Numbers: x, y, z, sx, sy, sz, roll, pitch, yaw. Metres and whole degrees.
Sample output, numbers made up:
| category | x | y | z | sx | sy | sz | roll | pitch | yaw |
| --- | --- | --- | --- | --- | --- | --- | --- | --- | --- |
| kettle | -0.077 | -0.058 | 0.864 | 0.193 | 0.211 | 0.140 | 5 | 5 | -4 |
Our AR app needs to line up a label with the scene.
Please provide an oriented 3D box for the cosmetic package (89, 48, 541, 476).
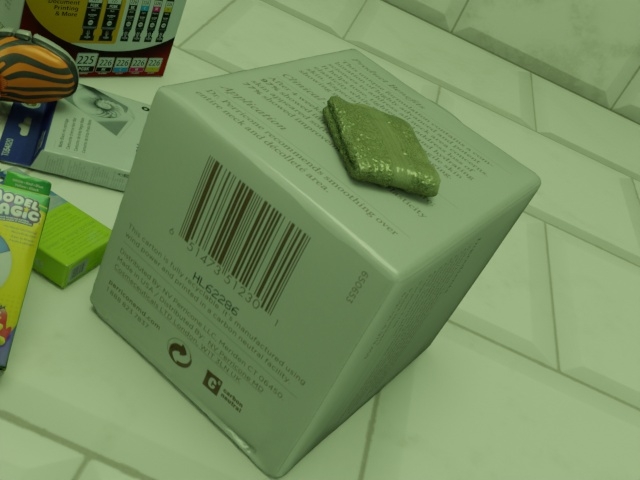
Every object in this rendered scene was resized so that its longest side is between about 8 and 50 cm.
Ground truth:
| category | x | y | z | sx | sy | sz | roll | pitch | yaw |
| --- | --- | --- | --- | --- | --- | --- | --- | --- | --- |
| cosmetic package | 0.000 | 0.000 | 0.971 | 0.329 | 0.327 | 0.394 | 39 | 35 | 18 |

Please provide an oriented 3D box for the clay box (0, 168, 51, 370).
| category | x | y | z | sx | sy | sz | roll | pitch | yaw |
| --- | --- | --- | --- | --- | --- | --- | --- | --- | --- |
| clay box | -0.372 | 0.017 | 0.833 | 0.128 | 0.053 | 0.221 | 14 | 71 | -19 |

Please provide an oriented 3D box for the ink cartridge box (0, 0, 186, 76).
| category | x | y | z | sx | sy | sz | roll | pitch | yaw |
| --- | --- | --- | --- | --- | --- | --- | --- | --- | --- |
| ink cartridge box | -0.395 | -0.430 | 1.349 | 0.310 | 0.271 | 0.130 | -14 | 50 | -45 |

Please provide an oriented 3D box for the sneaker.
| category | x | y | z | sx | sy | sz | roll | pitch | yaw |
| --- | --- | --- | --- | --- | --- | --- | --- | --- | --- |
| sneaker | -0.523 | -0.223 | 1.118 | 0.321 | 0.124 | 0.180 | 6 | 40 | -3 |

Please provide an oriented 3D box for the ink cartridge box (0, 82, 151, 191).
| category | x | y | z | sx | sy | sz | roll | pitch | yaw |
| --- | --- | --- | --- | --- | --- | --- | --- | --- | --- |
| ink cartridge box | -0.368 | -0.171 | 1.212 | 0.224 | 0.045 | 0.223 | 13 | 35 | -20 |

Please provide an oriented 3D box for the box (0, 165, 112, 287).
| category | x | y | z | sx | sy | sz | roll | pitch | yaw |
| --- | --- | --- | --- | --- | --- | --- | --- | --- | --- |
| box | -0.364 | -0.021 | 1.006 | 0.178 | 0.042 | 0.109 | 32 | 32 | 9 |

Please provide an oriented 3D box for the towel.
| category | x | y | z | sx | sy | sz | roll | pitch | yaw |
| --- | --- | --- | --- | --- | --- | --- | --- | --- | --- |
| towel | 0.064 | -0.103 | 0.832 | 0.110 | 0.027 | 0.148 | 11 | 36 | -22 |
